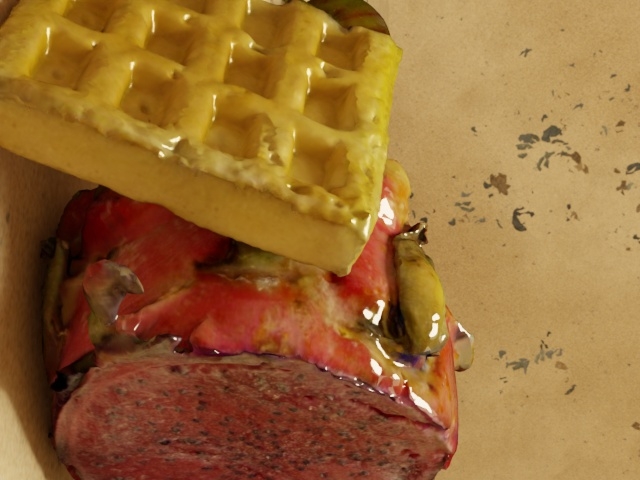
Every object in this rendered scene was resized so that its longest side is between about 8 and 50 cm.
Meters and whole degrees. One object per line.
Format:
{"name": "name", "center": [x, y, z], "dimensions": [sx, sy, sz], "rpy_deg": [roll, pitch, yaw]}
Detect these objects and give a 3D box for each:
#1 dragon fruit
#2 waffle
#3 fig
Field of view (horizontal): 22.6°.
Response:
{"name": "dragon fruit", "center": [-0.039, 0.031, 1.112], "dimensions": [0.314, 0.296, 0.263], "rpy_deg": [96, -2, -55]}
{"name": "waffle", "center": [-0.074, -0.095, 1.002], "dimensions": [0.221, 0.247, 0.055], "rpy_deg": [-77, -169, -53]}
{"name": "fig", "center": [0.019, -0.249, 1.980], "dimensions": [0.186, 0.142, 0.148], "rpy_deg": [117, -50, -77]}
